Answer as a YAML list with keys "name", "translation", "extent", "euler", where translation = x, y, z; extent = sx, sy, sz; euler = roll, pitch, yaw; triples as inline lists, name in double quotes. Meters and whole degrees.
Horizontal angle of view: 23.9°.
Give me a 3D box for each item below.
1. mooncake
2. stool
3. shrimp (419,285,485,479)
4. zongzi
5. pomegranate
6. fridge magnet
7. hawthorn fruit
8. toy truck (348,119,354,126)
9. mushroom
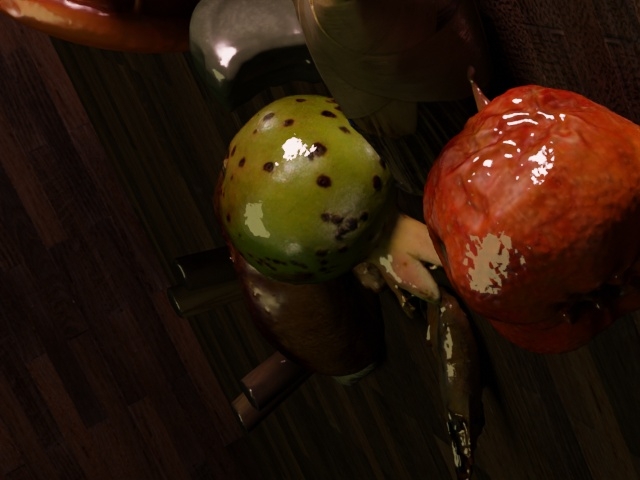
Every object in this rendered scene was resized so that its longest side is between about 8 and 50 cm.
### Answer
- name: "mooncake"
  translation: [-0.061, -0.222, 1.724]
  extent: [0.104, 0.175, 0.168]
  euler: [86, -165, -52]
- name: "stool"
  translation: [-0.081, 0.123, 2.394]
  extent: [0.310, 0.226, 0.310]
  euler: [61, 167, 10]
- name: "shrimp"
  translation: [0.176, 0.178, 1.904]
  extent: [0.117, 0.066, 0.262]
  euler: [-113, 15, -65]
- name: "zongzi"
  translation: [0.070, -0.135, 1.275]
  extent: [0.317, 0.154, 0.289]
  euler: [-81, -33, -64]
- name: "pomegranate"
  translation: [0.017, -0.038, 1.733]
  extent: [0.286, 0.231, 0.231]
  euler: [32, 178, -23]
- name: "fridge magnet"
  translation: [-0.256, -0.330, 1.930]
  extent: [0.363, 0.364, 0.155]
  euler: [42, 125, 55]
- name: "hawthorn fruit"
  translation: [0.167, -0.042, 1.208]
  extent: [0.207, 0.207, 0.243]
  euler: [87, 157, -62]
- name: "toy truck"
  translation: [0.045, -0.190, 1.636]
  extent: [0.136, 0.063, 0.074]
  euler: [59, 144, -1]
- name: "mushroom"
  translation: [-0.024, 0.007, 1.983]
  extent: [0.345, 0.239, 0.345]
  euler: [178, 90, -79]
